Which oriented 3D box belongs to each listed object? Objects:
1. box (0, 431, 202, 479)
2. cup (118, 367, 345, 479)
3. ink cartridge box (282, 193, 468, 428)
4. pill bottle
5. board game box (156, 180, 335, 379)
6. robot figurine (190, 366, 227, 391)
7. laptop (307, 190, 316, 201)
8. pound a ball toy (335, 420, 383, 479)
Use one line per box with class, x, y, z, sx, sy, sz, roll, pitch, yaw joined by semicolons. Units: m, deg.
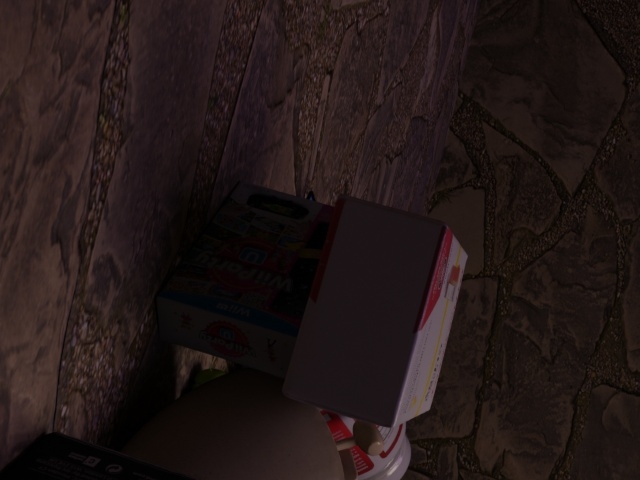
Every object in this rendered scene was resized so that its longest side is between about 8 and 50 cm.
box;-0.302;0.443;0.973;0.395;0.212;0.293;-47;148;-64
cup;-0.163;0.357;1.317;0.237;0.331;0.331;-2;107;-48
ink cartridge box;0.099;0.111;1.390;0.384;0.160;0.279;28;76;-76
pill bottle;0.030;0.330;1.856;0.408;0.229;0.229;58;43;-41
board game box;-0.079;0.053;1.432;0.303;0.224;0.097;-61;162;-47
robot figurine;-0.182;0.263;1.548;0.101;0.067;0.115;15;89;-64
laptop;0.020;0.077;1.961;0.136;0.264;0.234;-34;146;-11
pound a ball toy;-0.049;0.423;1.701;0.136;0.319;0.208;-110;-166;-63
